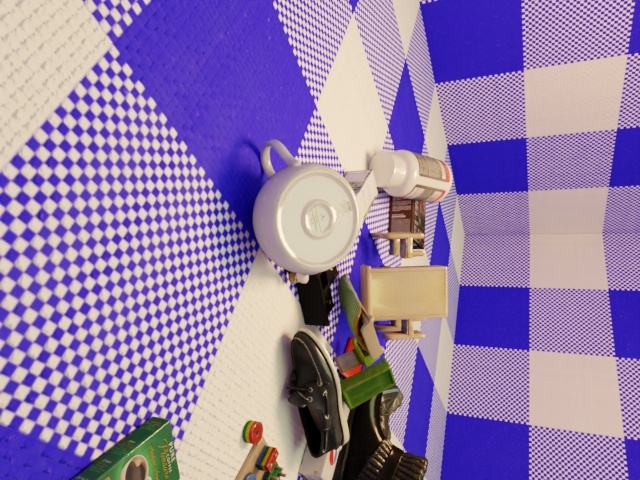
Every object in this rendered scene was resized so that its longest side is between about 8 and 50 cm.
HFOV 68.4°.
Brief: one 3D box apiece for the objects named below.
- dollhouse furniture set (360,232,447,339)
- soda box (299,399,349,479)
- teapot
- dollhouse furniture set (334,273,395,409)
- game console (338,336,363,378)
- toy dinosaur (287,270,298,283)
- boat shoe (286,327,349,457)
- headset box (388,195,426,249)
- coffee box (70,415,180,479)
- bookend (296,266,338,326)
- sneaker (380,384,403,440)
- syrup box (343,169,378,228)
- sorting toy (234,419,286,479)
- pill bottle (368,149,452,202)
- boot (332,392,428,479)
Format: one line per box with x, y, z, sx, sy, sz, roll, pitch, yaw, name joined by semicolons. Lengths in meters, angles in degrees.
0.228;0.156;1.590;0.394;0.256;0.363;-172;-99;-81;dollhouse furniture set
0.014;0.543;1.285;0.074;0.069;0.216;65;33;-40;soda box
-0.053;-0.054;1.038;0.252;0.187;0.256;27;81;-31;teapot
0.073;0.276;1.286;0.198;0.151;0.302;-122;-171;-51;dollhouse furniture set
0.098;0.410;1.534;0.124;0.085;0.144;41;44;-17;game console
0.000;0.000;1.210;0.064;0.118;0.268;80;26;-42;toy dinosaur
-0.025;0.384;1.155;0.113;0.127;0.340;-26;115;-35;boat shoe
0.381;-0.123;2.040;0.218;0.110;0.294;25;67;-62;headset box
-0.285;0.355;0.681;0.184;0.040;0.113;-32;119;-61;coffee box
0.005;0.123;1.273;0.156;0.072;0.157;-47;132;-57;bookend
0.179;0.592;1.620;0.140;0.125;0.341;60;30;-12;sneaker
0.097;-0.125;1.451;0.237;0.093;0.096;-59;141;-49;syrup box
-0.122;0.528;1.020;0.132;0.046;0.275;-57;139;-50;sorting toy
0.339;-0.245;1.786;0.318;0.176;0.177;5;84;-40;pill bottle
0.200;0.604;1.408;0.131;0.260;0.348;43;59;-58;boot
